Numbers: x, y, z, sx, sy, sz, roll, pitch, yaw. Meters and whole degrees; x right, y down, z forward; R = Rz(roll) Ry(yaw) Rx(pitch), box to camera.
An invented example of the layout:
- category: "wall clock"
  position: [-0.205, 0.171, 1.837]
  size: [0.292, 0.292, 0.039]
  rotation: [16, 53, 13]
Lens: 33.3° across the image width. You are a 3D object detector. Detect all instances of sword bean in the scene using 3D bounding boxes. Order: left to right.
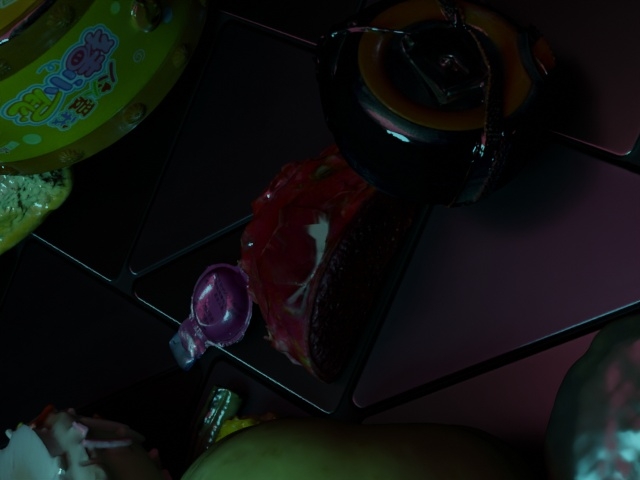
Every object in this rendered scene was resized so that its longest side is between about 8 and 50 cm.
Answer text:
- category: "sword bean"
  position: [-0.143, 0.286, 1.174]
  size: [0.043, 0.038, 0.269]
  rotation: [22, 94, 59]

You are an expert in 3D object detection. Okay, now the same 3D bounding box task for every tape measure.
- category: "tape measure"
  position: [0.105, -0.139, 0.994]
  size: [0.202, 0.135, 0.223]
  rotation: [-24, 58, -18]

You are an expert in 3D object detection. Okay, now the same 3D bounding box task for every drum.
- category: "drum"
  position: [-0.355, -0.300, 1.239]
  size: [0.431, 0.214, 0.431]
  rotation: [-11, 61, 20]

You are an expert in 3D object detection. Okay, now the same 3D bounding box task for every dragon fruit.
- category: "dragon fruit"
  position: [0.000, 0.000, 1.077]
  size: [0.163, 0.189, 0.262]
  rotation: [27, 94, 3]

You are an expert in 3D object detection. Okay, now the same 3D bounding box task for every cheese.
- category: "cheese"
  position: [-0.121, 0.085, 1.193]
  size: [0.145, 0.038, 0.095]
  rotation: [-48, 59, 24]

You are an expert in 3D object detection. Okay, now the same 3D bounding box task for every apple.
- category: "apple"
  position: [0.033, 0.306, 0.873]
  size: [0.357, 0.357, 0.358]
  rotation: [-6, 78, 32]

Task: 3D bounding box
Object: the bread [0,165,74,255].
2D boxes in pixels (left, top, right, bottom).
- category: "bread"
  position: [-0.429, -0.069, 1.367]
  size: [0.245, 0.121, 0.174]
  rotation: [-39, 50, 18]

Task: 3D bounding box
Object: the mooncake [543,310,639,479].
- category: "mooncake"
  position: [0.322, 0.176, 0.817]
  size: [0.290, 0.161, 0.291]
  rotation: [-6, 80, 33]

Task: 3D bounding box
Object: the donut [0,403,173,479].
- category: "donut"
  position: [-0.252, 0.362, 1.118]
  size: [0.382, 0.142, 0.383]
  rotation: [-11, 77, 55]

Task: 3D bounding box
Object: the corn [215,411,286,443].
- category: "corn"
  position: [-0.069, 0.353, 1.068]
  size: [0.120, 0.120, 0.363]
  rotation: [-6, 74, 32]
